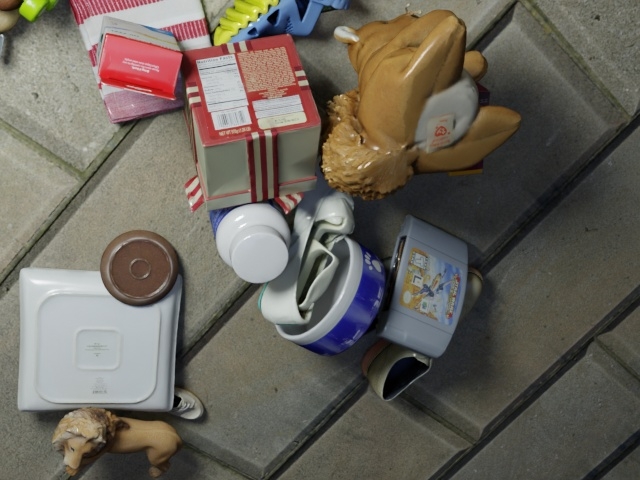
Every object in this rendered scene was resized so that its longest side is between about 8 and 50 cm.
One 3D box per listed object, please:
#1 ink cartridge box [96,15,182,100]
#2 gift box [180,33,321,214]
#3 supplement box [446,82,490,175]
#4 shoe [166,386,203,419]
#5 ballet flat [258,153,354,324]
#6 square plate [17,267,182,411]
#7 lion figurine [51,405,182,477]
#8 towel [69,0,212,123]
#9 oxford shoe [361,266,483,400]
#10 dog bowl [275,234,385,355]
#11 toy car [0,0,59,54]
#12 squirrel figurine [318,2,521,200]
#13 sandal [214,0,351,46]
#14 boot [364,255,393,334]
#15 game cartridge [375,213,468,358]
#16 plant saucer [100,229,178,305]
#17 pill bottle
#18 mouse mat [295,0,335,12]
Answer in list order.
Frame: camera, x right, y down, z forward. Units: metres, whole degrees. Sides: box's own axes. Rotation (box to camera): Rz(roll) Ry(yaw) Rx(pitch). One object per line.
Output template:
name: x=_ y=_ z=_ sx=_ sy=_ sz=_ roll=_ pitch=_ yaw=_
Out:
ink cartridge box: x=-0.323 y=-0.326 z=1.426 sx=0.134 sy=0.231 sz=0.078 roll=9 pitch=112 yaw=-21
gift box: x=-0.142 y=-0.196 z=1.530 sx=0.255 sy=0.276 sz=0.258 roll=-8 pitch=155 yaw=-9
supplement box: x=0.305 y=-0.248 z=1.749 sx=0.081 sy=0.104 sz=0.188 roll=-7 pitch=119 yaw=-12
shoe: x=-0.372 y=0.383 z=1.940 sx=0.219 sy=0.058 sz=0.076 roll=37 pitch=103 yaw=-28
ballet flat: x=0.000 y=0.000 z=1.704 sx=0.139 sy=0.139 sz=0.400 roll=26 pitch=81 yaw=-25
square plate: x=-0.493 y=0.235 z=1.796 sx=0.347 sy=0.049 sz=0.344 roll=3 pitch=105 yaw=-14
lion figurine: x=-0.450 y=0.460 z=1.859 sx=0.392 sy=0.142 sz=0.240 roll=7 pitch=145 yaw=-43
towel: x=-0.335 y=-0.400 z=1.539 sx=0.237 sy=0.037 sz=0.329 roll=-16 pitch=120 yaw=-7
oxford shoe: x=0.271 y=0.239 z=1.978 sx=0.140 sy=0.146 sz=0.397 roll=33 pitch=105 yaw=-24
dog bowl: x=0.018 y=0.118 z=1.779 sx=0.104 sy=0.265 sz=0.265 roll=32 pitch=106 yaw=-29
toy car: x=-0.578 y=-0.412 z=1.417 sx=0.155 sy=0.149 sz=0.188 roll=38 pitch=116 yaw=-16
squirrel figurine: x=0.118 y=-0.272 z=1.530 sx=0.397 sy=0.370 sz=0.281 roll=-45 pitch=131 yaw=12
sandal: x=-0.060 y=-0.441 z=1.535 sx=0.317 sy=0.126 sz=0.138 roll=-34 pitch=125 yaw=7
boot: x=0.119 y=0.150 z=1.883 sx=0.246 sy=0.161 sz=0.083 roll=-34 pitch=121 yaw=5
game cartridge: x=0.244 y=0.110 z=1.859 sx=0.198 sy=0.062 sz=0.297 roll=22 pitch=71 yaw=-21
plant saucer: x=-0.391 y=0.061 z=1.742 sx=0.168 sy=0.029 sz=0.168 roll=-2 pitch=96 yaw=-16
pill bottle: x=-0.146 y=-0.026 z=1.653 sx=0.152 sy=0.272 sz=0.152 roll=-6 pitch=119 yaw=-11
mouse mat: x=-0.044 y=-0.511 z=1.572 sx=0.189 sy=0.007 sz=0.153 roll=-17 pitch=121 yaw=-6
